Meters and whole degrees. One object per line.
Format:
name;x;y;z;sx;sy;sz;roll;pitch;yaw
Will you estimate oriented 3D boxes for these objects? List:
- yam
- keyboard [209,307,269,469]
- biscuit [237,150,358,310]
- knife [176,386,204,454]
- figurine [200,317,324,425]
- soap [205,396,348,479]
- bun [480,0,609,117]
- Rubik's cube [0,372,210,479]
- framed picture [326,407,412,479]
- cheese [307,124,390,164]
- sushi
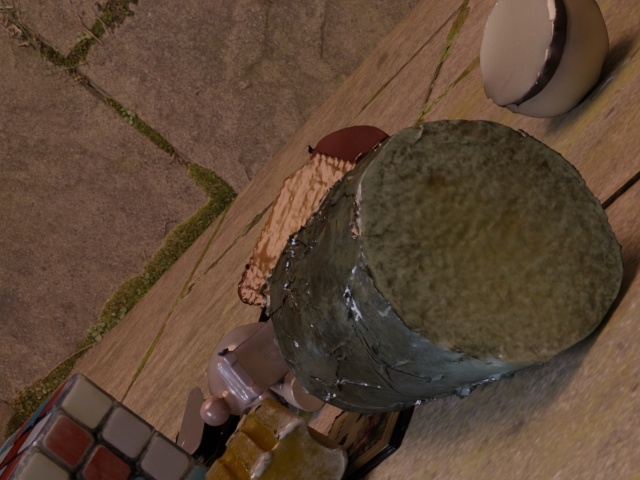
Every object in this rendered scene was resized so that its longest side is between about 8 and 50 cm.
yam;0.093;0.039;1.533;0.241;0.241;0.348;-56;8;-26
keyboard;-0.108;0.201;2.284;0.309;0.018;0.101;-73;0;-53
biscuit;0.000;0.000;2.227;0.232;0.013;0.237;20;85;46
knife;-0.189;0.294;2.296;0.058;0.032;0.244;-27;33;36
figurine;-0.079;0.165;2.098;0.182;0.144;0.257;-61;9;-20
soap;-0.064;0.263;1.761;0.173;0.089;0.274;-56;7;-5
bun;0.278;-0.229;1.970;0.173;0.120;0.172;-22;64;55
Rubik's cube;-0.309;0.364;2.050;0.256;0.259;0.253;-38;14;49
framed picture;0.044;0.205;1.767;0.199;0.010;0.195;-44;12;36
cheese;0.069;-0.081;2.304;0.177;0.128;0.203;-33;32;42
sushi;-0.184;0.280;2.407;0.231;0.047;0.219;-57;12;-33
